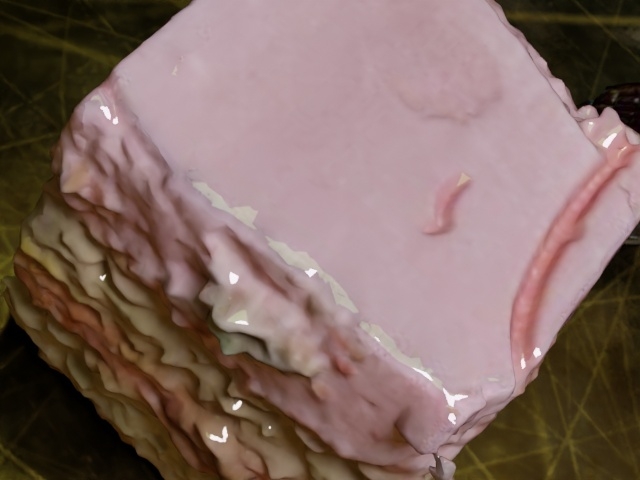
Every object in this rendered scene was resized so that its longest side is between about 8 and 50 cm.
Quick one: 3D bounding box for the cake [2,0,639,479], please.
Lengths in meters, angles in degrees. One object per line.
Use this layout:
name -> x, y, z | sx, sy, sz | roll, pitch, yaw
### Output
cake -> 0.000, 0.000, 1.134 | 0.314, 0.307, 0.293 | 37, 58, 5

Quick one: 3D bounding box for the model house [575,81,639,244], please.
model house -> 0.234, -0.081, 1.332 | 0.106, 0.152, 0.165 | 30, 61, -6
